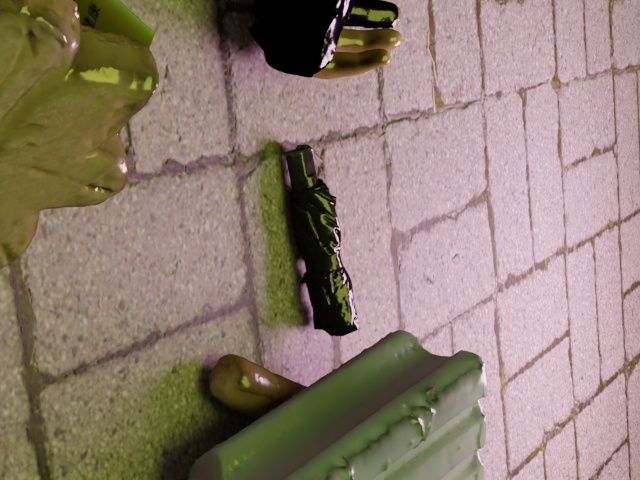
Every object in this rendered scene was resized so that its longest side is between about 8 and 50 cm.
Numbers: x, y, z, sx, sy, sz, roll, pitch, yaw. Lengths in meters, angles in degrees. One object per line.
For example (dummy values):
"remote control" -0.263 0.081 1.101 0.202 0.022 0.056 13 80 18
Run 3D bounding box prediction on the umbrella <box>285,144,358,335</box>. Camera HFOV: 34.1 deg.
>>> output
"umbrella" 0.000 0.000 1.259 0.059 0.066 0.235 -23 108 -48

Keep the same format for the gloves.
"gloves" 0.014 -0.281 1.195 0.301 0.152 0.197 -12 123 -62

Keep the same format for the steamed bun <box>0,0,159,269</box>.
"steamed bun" -0.266 -0.097 0.730 0.137 0.295 0.292 60 -7 32

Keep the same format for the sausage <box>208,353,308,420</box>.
"sausage" -0.029 0.194 1.225 0.301 0.066 0.065 30 67 -51

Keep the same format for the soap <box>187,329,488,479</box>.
"soap" 0.004 0.302 1.129 0.446 0.156 0.261 -28 125 -45

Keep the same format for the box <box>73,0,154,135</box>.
"box" -0.270 -0.187 0.864 0.311 0.043 0.173 39 59 -51
